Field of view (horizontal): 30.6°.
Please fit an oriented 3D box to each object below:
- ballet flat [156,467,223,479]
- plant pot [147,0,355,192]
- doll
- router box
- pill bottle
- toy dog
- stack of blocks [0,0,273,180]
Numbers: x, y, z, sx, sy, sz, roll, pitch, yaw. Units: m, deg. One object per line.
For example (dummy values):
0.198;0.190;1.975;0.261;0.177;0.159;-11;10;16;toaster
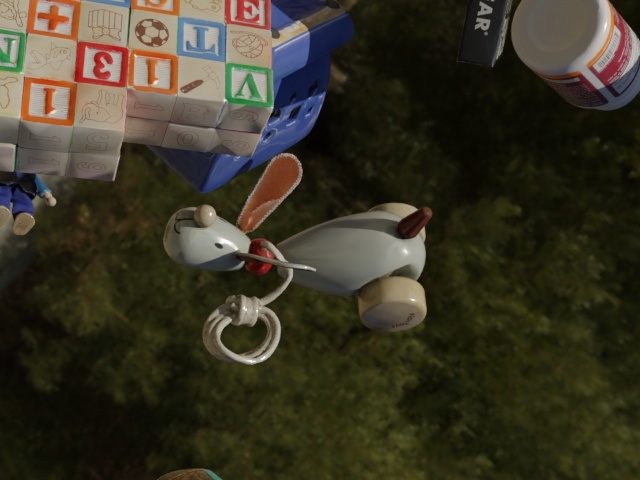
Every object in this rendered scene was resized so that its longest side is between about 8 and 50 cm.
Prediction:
-0.126;0.378;1.059;0.124;0.116;0.342;-14;-120;52;ballet flat
-0.115;-0.234;1.418;0.236;0.236;0.212;-36;167;-47;plant pot
-0.472;-0.080;1.825;0.046;0.129;0.189;-59;-154;27;doll
0.196;-0.292;1.317;0.133;0.046;0.179;-49;149;-71;router box
0.232;-0.166;1.030;0.086;0.086;0.152;-46;151;13;pill bottle
0.000;0.000;1.384;0.333;0.220;0.161;-9;147;-26;toy dog
-0.194;-0.147;1.024;0.087;0.297;0.171;123;-31;-58;stack of blocks
